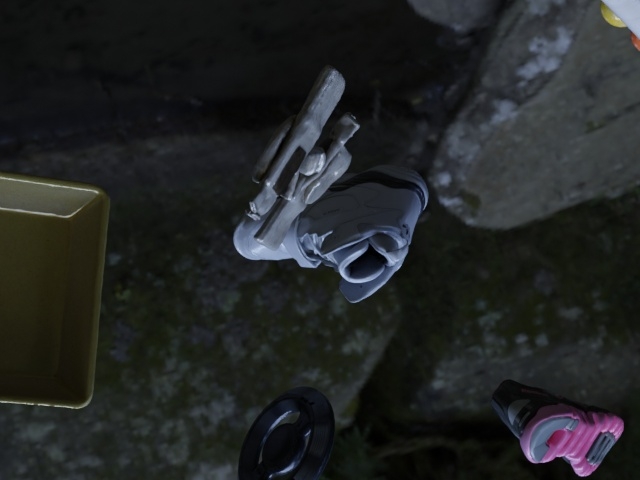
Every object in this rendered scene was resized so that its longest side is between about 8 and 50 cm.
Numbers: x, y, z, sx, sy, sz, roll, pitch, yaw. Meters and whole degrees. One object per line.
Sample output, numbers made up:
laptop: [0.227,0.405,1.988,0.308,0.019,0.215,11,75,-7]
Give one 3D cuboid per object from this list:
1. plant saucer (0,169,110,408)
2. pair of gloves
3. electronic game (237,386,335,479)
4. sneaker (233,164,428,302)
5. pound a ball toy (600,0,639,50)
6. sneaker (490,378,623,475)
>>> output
plant saucer: [-0.485,0.066,1.642,0.333,0.333,0.081,8,165,-20]
pair of gloves: [-0.018,-0.089,1.405,0.204,0.042,0.240,-54,166,-9]
electronic game: [-0.061,0.355,1.945,0.048,0.229,0.229,34,137,-31]
sneaker: [0.000,0.000,1.934,0.366,0.137,0.210,-15,-145,22]
pound a ball toy: [0.409,-0.329,1.411,0.136,0.208,0.319,-29,142,29]
sneaker: [0.146,0.112,0.716,0.119,0.057,0.047,27,98,-50]
